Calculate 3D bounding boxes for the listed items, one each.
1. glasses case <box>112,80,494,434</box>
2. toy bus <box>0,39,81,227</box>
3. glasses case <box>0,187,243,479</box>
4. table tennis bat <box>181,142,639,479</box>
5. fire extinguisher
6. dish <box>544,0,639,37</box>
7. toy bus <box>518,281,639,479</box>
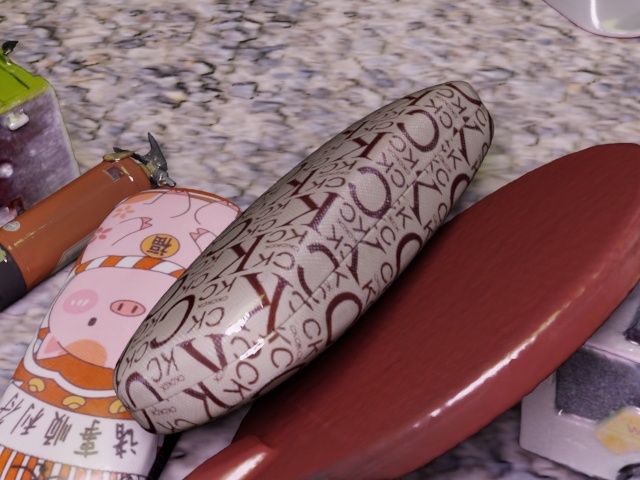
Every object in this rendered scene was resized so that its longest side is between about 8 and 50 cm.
[{"bbox_3d":[0.000,0.000,0.913,0.137,0.085,0.355,-30,10,39],"label":"glasses case"},{"bbox_3d":[-0.325,-0.028,1.029,0.301,0.113,0.139,-32,46,-23],"label":"toy bus"},{"bbox_3d":[-0.121,0.065,0.934,0.103,0.067,0.267,7,45,14],"label":"glasses case"},{"bbox_3d":[0.027,0.079,0.831,0.414,0.051,0.268,-40,13,-10],"label":"table tennis bat"},{"bbox_3d":[-0.170,-0.019,1.041,0.062,0.050,0.177,33,55,31],"label":"fire extinguisher"},{"bbox_3d":[0.238,-0.254,1.232,0.154,0.064,0.234,-25,48,-19],"label":"dish"},{"bbox_3d":[0.276,0.107,0.796,0.342,0.138,0.097,18,49,22],"label":"toy bus"}]
